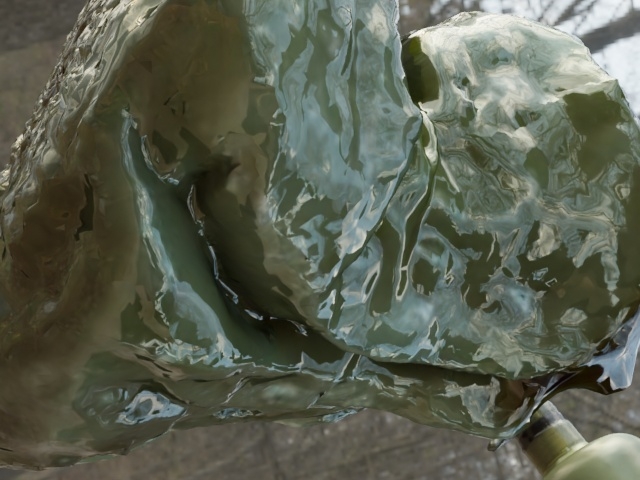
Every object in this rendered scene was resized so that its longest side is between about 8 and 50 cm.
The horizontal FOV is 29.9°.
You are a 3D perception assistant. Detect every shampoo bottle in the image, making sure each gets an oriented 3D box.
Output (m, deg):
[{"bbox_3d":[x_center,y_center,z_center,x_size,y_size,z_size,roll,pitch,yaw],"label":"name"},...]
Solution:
[{"bbox_3d":[0.157,0.152,0.622,0.162,0.079,0.079,53,-24,26],"label":"shampoo bottle"}]

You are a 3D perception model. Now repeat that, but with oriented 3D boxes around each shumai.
[{"bbox_3d":[0.000,0.000,0.509,0.304,0.263,0.309,-57,-162,26],"label":"shumai"}]
